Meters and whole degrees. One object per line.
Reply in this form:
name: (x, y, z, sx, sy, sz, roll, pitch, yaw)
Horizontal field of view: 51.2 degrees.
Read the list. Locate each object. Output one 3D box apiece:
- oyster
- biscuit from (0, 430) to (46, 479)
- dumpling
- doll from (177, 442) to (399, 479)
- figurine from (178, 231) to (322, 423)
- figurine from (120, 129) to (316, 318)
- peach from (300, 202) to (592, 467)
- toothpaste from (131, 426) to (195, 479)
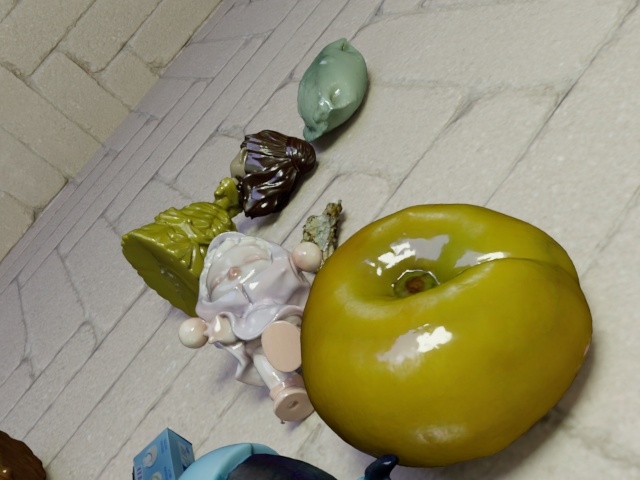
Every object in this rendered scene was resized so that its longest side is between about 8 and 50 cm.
oyster: (0.001, 0.000, 0.911, 0.086, 0.029, 0.132, -19, 43, 51)
biscuit: (-0.534, 0.471, 0.921, 0.343, 0.166, 0.395, 14, 67, 56)
dumpling: (0.005, -0.252, 1.129, 0.149, 0.105, 0.216, -16, 46, 35)
doll: (-0.020, 0.252, 0.526, 0.314, 0.141, 0.177, -10, 76, 32)
figurine: (-0.068, 0.089, 0.799, 0.200, 0.133, 0.276, -34, 34, 0)
figurine: (-0.144, -0.053, 1.052, 0.168, 0.187, 0.315, -13, 35, 52)
peach: (0.099, 0.070, 0.570, 0.251, 0.153, 0.251, -16, 38, 13)
toothpaste: (-0.157, 0.316, 0.720, 0.066, 0.053, 0.272, -42, 28, 2)
